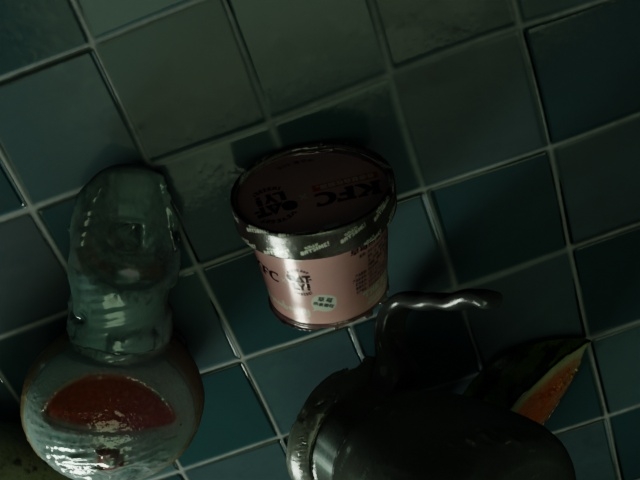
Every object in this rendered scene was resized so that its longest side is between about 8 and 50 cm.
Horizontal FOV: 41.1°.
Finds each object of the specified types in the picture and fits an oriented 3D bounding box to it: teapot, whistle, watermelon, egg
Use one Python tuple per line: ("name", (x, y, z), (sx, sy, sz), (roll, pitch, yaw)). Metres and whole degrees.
("teapot", (0.083, 0.206, 0.867), (0.223, 0.285, 0.306), (-26, 120, -28))
("whistle", (-0.198, 0.101, 0.833), (0.189, 0.189, 0.348), (5, 107, -9))
("watermelon", (0.220, 0.206, 0.994), (0.119, 0.063, 0.245), (12, 112, -33))
("egg", (-0.334, 0.272, 0.916), (0.141, 0.141, 0.181), (-42, 124, 16))

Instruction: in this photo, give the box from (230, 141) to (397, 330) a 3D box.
("box", (0.000, 0.000, 0.810), (0.151, 0.151, 0.135), (-10, 129, -1))
